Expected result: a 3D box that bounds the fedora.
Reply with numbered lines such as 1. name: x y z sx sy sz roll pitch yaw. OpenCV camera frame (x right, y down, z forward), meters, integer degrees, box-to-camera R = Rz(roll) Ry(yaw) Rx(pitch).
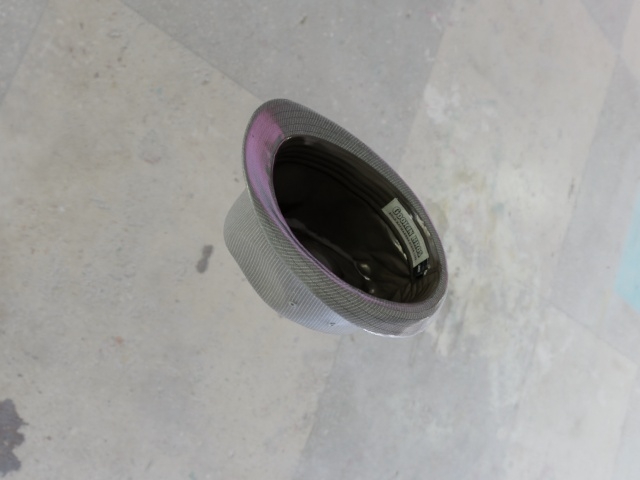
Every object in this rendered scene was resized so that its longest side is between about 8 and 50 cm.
1. fedora: 0.000 0.000 0.724 0.275 0.124 0.243 28 42 -29
